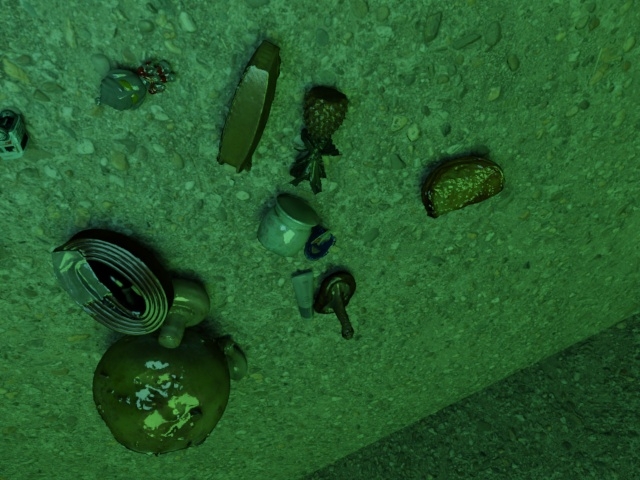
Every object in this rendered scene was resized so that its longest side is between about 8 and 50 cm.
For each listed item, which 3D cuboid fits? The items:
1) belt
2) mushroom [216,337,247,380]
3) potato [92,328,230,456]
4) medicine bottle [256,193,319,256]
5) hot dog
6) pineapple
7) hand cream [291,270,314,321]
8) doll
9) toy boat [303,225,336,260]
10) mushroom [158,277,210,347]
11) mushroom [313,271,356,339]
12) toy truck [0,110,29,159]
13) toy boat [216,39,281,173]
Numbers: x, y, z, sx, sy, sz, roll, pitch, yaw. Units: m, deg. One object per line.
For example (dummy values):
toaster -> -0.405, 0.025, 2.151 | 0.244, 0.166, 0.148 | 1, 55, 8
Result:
belt -> -0.568, 0.112, 1.195 | 0.217, 0.122, 0.338 | -44, 106, 2
mushroom -> -0.354, 0.477, 1.706 | 0.116, 0.093, 0.225 | 5, 139, 5
potato -> -0.518, 0.461, 1.431 | 0.442, 0.385, 0.319 | 9, 129, -18
medicine bottle -> -0.095, -0.046, 1.257 | 0.147, 0.147, 0.143 | 18, 121, -31
hot dog -> 0.435, -0.172, 1.336 | 0.259, 0.114, 0.175 | -20, 130, -1
pineapple -> -0.015, -0.253, 1.114 | 0.130, 0.119, 0.277 | -16, 140, -30
hand cream -> -0.056, 0.209, 1.581 | 0.079, 0.048, 0.255 | -17, 134, -13
doll -> -0.408, -0.338, 0.937 | 0.180, 0.079, 0.094 | -27, 135, -8
toy boat -> 0.000, 0.000, 1.314 | 0.091, 0.175, 0.110 | 34, 129, -1
mushroom -> -0.461, 0.217, 1.363 | 0.206, 0.209, 0.206 | -1, 109, -3
mushroom -> 0.077, 0.243, 1.531 | 0.148, 0.217, 0.227 | -8, 135, -20
toy truck -> -0.739, -0.210, 0.944 | 0.178, 0.080, 0.115 | -10, 139, -7
toy boat -> -0.163, -0.304, 1.009 | 0.089, 0.121, 0.321 | 23, 125, -5
